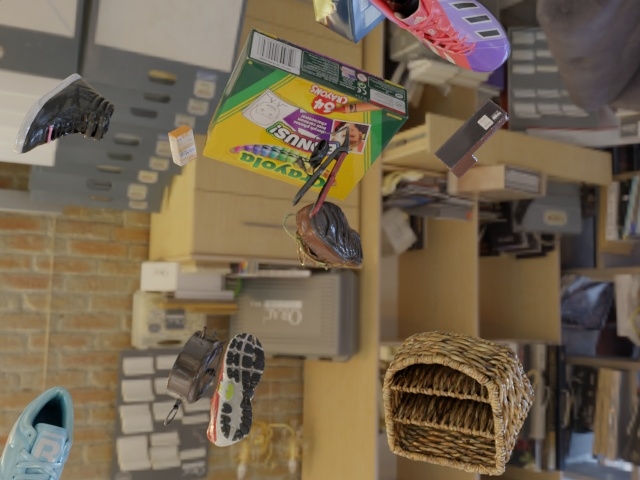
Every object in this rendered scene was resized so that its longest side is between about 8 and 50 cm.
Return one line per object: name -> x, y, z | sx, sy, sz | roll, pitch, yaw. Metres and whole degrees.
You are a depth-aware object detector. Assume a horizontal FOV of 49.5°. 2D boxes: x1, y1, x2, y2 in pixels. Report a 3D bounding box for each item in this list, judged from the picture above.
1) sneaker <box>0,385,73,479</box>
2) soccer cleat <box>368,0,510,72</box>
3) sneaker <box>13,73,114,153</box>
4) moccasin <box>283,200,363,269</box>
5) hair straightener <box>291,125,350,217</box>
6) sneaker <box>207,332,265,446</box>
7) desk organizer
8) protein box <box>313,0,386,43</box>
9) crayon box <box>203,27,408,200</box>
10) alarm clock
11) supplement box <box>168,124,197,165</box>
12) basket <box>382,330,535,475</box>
sneaker -> -0.551, 0.427, 1.322 | 0.135, 0.150, 0.366 | 22, -152, -26
soccer cleat -> 0.162, -0.334, 1.031 | 0.318, 0.117, 0.108 | 32, 130, -26
sneaker -> -0.590, -0.277, 1.639 | 0.146, 0.296, 0.105 | 31, 133, -8
moccasin -> -0.001, -0.003, 1.577 | 0.146, 0.139, 0.380 | -11, 174, 9
hair straightener -> -0.003, -0.152, 1.363 | 0.089, 0.230, 0.047 | 31, 149, -5
sneaker -> -0.215, 0.348, 1.641 | 0.107, 0.279, 0.118 | 30, 140, -23
desk organizer -> 0.261, -0.172, 1.184 | 0.047, 0.130, 0.050 | 50, -170, 33
protein box -> 0.093, -0.617, 1.623 | 0.136, 0.201, 0.200 | 37, 160, 24
crayon box -> -0.040, -0.261, 1.539 | 0.362, 0.106, 0.313 | 17, 141, -17
alarm clock -> -0.236, 0.253, 1.277 | 0.064, 0.192, 0.129 | 27, 171, 8
supplement box -> -0.394, -0.272, 1.990 | 0.036, 0.099, 0.062 | 27, -131, 31
basket -> 0.278, 0.344, 1.519 | 0.299, 0.214, 0.223 | 0, -141, 43
